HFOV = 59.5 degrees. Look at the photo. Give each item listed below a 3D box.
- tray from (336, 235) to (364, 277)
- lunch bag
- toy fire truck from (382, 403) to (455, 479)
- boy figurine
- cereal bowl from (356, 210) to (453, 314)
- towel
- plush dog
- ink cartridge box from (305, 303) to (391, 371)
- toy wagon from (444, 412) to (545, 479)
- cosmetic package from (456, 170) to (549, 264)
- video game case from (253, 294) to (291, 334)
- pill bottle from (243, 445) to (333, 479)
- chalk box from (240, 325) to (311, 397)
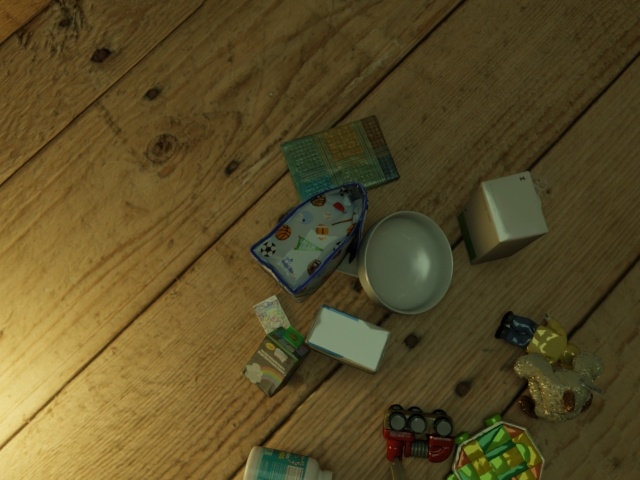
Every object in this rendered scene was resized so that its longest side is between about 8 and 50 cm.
[{"bbox_3d":[0.086,0.042,1.945,0.270,0.030,0.145,16,79,7],"label":"tray"},{"bbox_3d":[0.000,0.000,1.777,0.239,0.328,0.385,43,81,7],"label":"lunch bag"},{"bbox_3d":[0.299,0.659,1.738,0.217,0.158,0.246,6,89,4],"label":"toy fire truck"},{"bbox_3d":[0.724,0.325,1.810,0.285,0.092,0.177,23,79,8],"label":"boy figurine"},{"bbox_3d":[0.259,0.076,1.840,0.339,0.141,0.338,4,82,-25],"label":"cereal bowl"},{"bbox_3d":[0.068,-0.282,2.021,0.370,0.040,0.271,-18,77,-3],"label":"towel"},{"bbox_3d":[0.735,0.477,1.711,0.263,0.225,0.210,-5,43,10],"label":"plush dog"},{"bbox_3d":[0.088,0.315,1.739,0.223,0.307,0.129,21,77,8],"label":"ink cartridge box"},{"bbox_3d":[0.519,0.719,1.740,0.344,0.068,0.267,-28,76,-4],"label":"toy wagon"},{"bbox_3d":[0.562,-0.059,1.768,0.155,0.365,0.196,-13,76,0],"label":"cosmetic package"},{"bbox_3d":[-0.166,0.259,1.919,0.087,0.011,0.122,-28,76,-3],"label":"video game case"},{"bbox_3d":[-0.098,0.735,1.734,0.264,0.146,0.146,10,78,5],"label":"pill bottle"},{"bbox_3d":[-0.128,0.369,1.796,0.132,0.132,0.213,38,103,12],"label":"chalk box"}]
